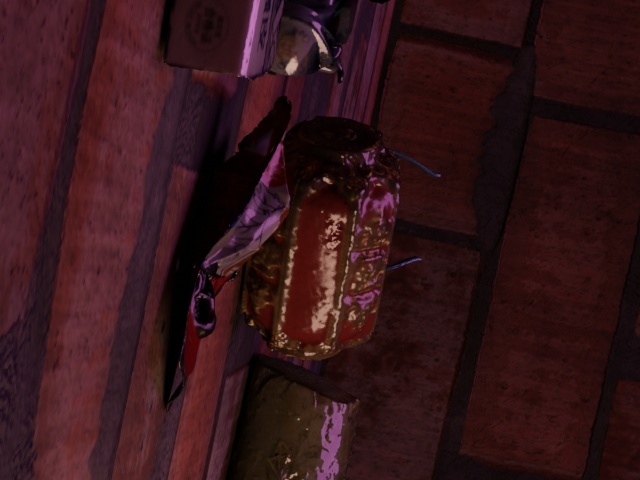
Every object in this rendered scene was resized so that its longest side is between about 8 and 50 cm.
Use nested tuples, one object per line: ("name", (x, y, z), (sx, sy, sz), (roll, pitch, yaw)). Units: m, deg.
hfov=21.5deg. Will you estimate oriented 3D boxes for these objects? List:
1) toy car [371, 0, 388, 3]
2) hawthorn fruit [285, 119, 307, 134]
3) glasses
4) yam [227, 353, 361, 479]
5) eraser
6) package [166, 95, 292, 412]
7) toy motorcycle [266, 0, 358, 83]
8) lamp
("toy car", (0.080, -0.410, 1.708), (0.213, 0.176, 0.358), (-49, 171, -24))
("hawthorn fruit", (-0.015, -0.099, 1.984), (0.081, 0.081, 0.093), (-73, 163, -54))
("glasses", (0.039, -0.044, 2.209), (0.088, 0.221, 0.189), (13, -87, 55))
("yam", (-0.042, 0.294, 2.203), (0.161, 0.161, 0.268), (62, 42, -84))
("eraser", (-0.051, -0.222, 1.156), (0.124, 0.068, 0.210), (-51, 152, -76))
("package", (-0.084, 0.009, 1.466), (0.194, 0.071, 0.269), (85, 29, -68))
("toy motorcycle", (-0.022, -0.196, 1.425), (0.270, 0.106, 0.159), (133, -26, -77))
("lamp", (0.000, 0.000, 1.893), (0.177, 0.177, 0.274), (-71, 173, -63))
